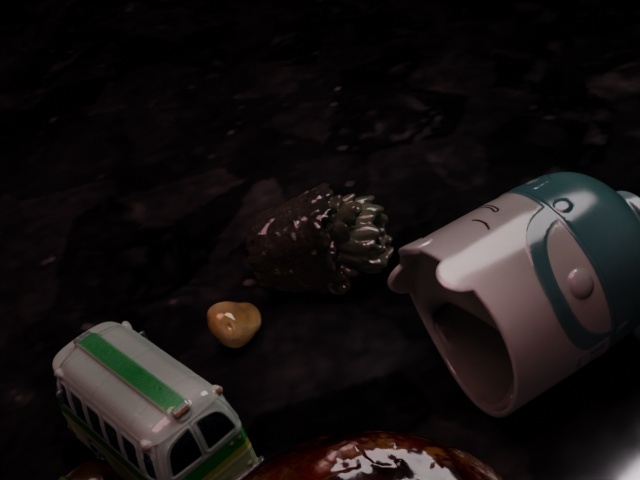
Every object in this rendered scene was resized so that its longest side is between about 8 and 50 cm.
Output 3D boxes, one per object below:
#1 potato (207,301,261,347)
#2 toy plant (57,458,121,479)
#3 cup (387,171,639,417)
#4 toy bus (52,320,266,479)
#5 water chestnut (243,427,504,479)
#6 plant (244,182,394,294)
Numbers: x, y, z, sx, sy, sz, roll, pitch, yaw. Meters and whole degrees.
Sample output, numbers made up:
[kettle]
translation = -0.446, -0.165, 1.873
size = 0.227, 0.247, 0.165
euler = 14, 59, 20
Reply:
[potato]
translation = -0.116, 0.111, 1.403
size = 0.083, 0.068, 0.062
euler = -27, -6, -37
[toy plant]
translation = -0.294, 0.322, 1.165
size = 0.162, 0.093, 0.092
euler = -33, 38, -21
[cup]
translation = 0.233, 0.053, 1.217
size = 0.257, 0.219, 0.289
euler = -28, 4, -15
[toy bus]
translation = -0.205, 0.205, 1.222
size = 0.133, 0.165, 0.276
euler = -37, 40, -27
[water chestnut]
translation = 0.054, 0.287, 0.921
size = 0.289, 0.289, 0.244
euler = -19, 27, -1
[plant]
translation = 0.000, 0.000, 1.441
size = 0.194, 0.132, 0.129
euler = -12, 37, 16
